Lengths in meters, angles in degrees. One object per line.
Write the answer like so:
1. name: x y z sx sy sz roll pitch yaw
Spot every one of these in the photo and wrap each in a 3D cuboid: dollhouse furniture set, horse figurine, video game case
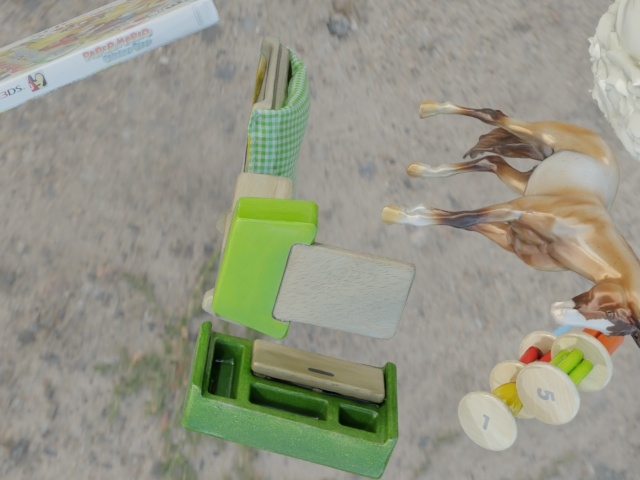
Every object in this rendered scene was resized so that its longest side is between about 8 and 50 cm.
1. dollhouse furniture set: 0.000 0.000 1.193 0.151 0.301 0.197 13 120 -6
2. horse figurine: 0.139 -0.031 1.048 0.175 0.263 0.066 10 117 7
3. video game case: -0.190 -0.162 1.277 0.206 0.227 0.026 -23 107 -2

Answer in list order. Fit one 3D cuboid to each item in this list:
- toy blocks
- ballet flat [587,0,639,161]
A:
1. toy blocks: 0.190 0.096 1.232 0.123 0.148 0.054 -33 93 46
2. ballet flat: 0.204 -0.076 0.659 0.147 0.409 0.147 -3 114 -7
